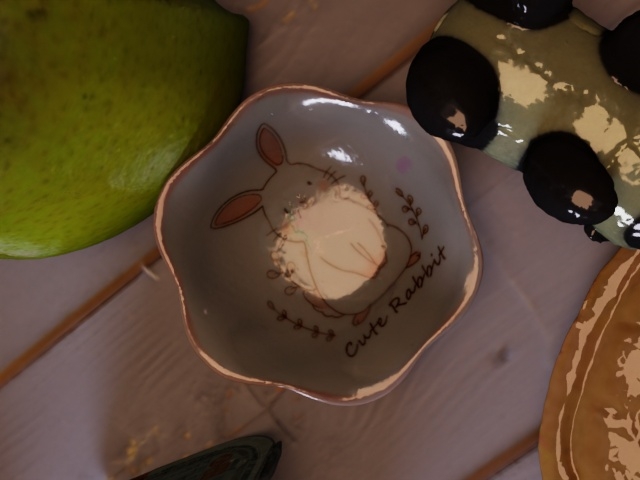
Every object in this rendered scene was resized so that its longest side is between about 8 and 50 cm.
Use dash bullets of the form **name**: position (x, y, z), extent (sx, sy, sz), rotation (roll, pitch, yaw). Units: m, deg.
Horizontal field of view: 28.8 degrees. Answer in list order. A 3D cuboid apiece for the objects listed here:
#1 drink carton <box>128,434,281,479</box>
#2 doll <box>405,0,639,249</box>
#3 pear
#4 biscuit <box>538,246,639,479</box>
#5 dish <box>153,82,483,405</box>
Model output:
- **drink carton**: position (-0.084, 0.270, 0.898), extent (0.191, 0.185, 0.189), rotation (-24, 94, 13)
- **doll**: position (0.165, -0.087, 0.799), extent (0.234, 0.135, 0.143), rotation (36, 92, 17)
- **pear**: position (-0.254, -0.102, 0.826), extent (0.342, 0.318, 0.238), rotation (13, 95, 13)
- **biscuit**: position (0.338, 0.132, 0.841), extent (0.365, 0.062, 0.385), rotation (15, 100, 10)
- **dish**: position (0.000, 0.000, 0.884), extent (0.229, 0.081, 0.229), rotation (0, 98, 0)
